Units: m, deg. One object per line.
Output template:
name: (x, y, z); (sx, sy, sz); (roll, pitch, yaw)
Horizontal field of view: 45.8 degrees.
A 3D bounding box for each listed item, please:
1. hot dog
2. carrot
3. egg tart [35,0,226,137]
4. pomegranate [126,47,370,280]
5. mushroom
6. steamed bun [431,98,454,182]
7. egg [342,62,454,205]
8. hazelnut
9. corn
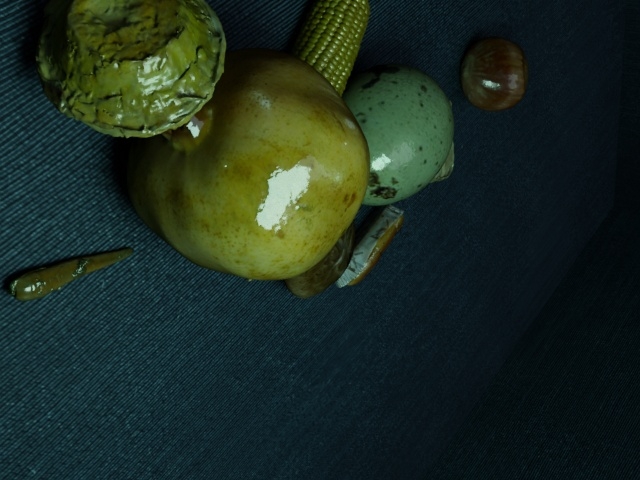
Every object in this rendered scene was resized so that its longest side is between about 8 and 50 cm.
hot dog: (0.121, 0.013, 1.913); (0.075, 0.144, 0.268); (46, 70, -12)
carrot: (-0.415, 0.050, 1.286); (0.254, 0.049, 0.049); (-25, 126, -51)
egg tart: (-0.276, -0.290, 1.092); (0.295, 0.294, 0.116); (-55, 171, -19)
pomegranate: (-0.129, -0.123, 1.283); (0.416, 0.416, 0.417); (-28, 128, -43)
mushroom: (0.000, 0.000, 1.725); (0.278, 0.146, 0.278); (-40, 139, -45)
steamed bun: (0.283, -0.248, 2.012); (0.212, 0.110, 0.231); (-53, 143, -51)
egg: (0.143, -0.228, 1.666); (0.379, 0.287, 0.288); (-61, 147, -37)
hazelnut: (0.483, -0.466, 2.126); (0.214, 0.176, 0.214); (5, 79, -24)
corn: (-0.004, -0.350, 1.549); (0.144, 0.144, 0.387); (30, 83, -55)
